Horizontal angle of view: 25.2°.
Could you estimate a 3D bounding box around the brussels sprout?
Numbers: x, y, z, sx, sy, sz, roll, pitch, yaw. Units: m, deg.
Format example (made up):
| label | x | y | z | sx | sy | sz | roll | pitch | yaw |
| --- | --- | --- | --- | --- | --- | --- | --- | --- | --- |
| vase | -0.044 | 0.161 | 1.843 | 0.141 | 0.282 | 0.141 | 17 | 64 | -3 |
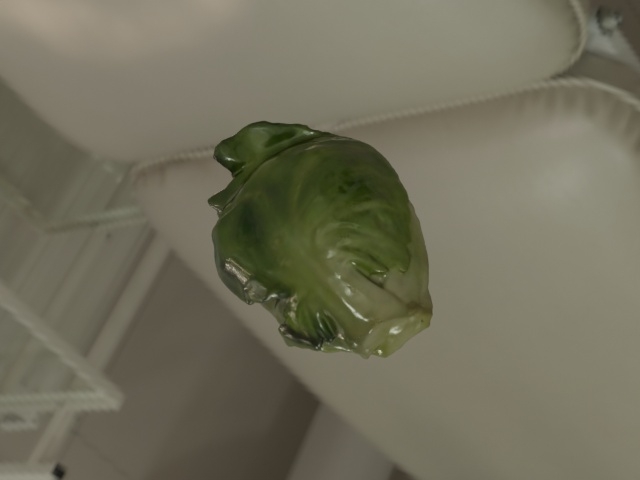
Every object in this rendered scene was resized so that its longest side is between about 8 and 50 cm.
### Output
| label | x | y | z | sx | sy | sz | roll | pitch | yaw |
| --- | --- | --- | --- | --- | --- | --- | --- | --- | --- |
| brussels sprout | -0.001 | 0.000 | 0.955 | 0.100 | 0.181 | 0.139 | 22 | 112 | -43 |
